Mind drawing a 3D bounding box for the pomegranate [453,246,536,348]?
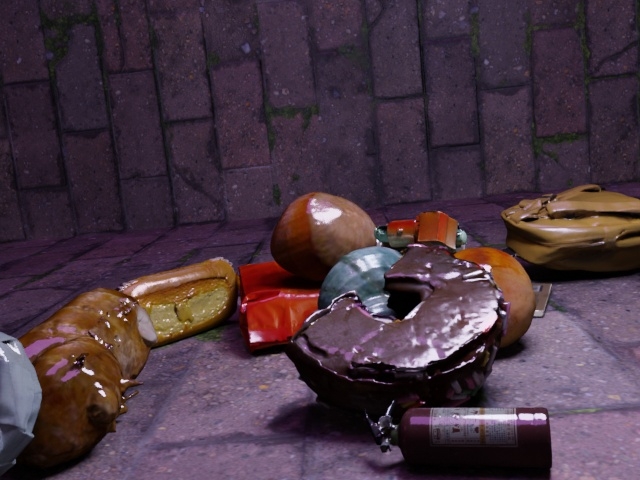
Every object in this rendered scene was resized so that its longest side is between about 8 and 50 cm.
[{"bbox_3d":[0.288,0.107,1.272,0.191,0.191,0.191,-6,9,1],"label":"pomegranate"}]

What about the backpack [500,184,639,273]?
[{"bbox_3d":[0.631,-0.022,1.762,0.378,0.201,0.353,-4,10,-2],"label":"backpack"}]

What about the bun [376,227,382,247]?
[{"bbox_3d":[0.153,0.040,1.917,0.138,0.138,0.094,-6,24,-1],"label":"bun"}]

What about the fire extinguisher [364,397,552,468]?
[{"bbox_3d":[0.163,0.233,0.880,0.231,0.071,0.099,-3,28,17],"label":"fire extinguisher"}]

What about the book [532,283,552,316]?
[{"bbox_3d":[0.342,0.129,1.577,0.310,0.021,0.217,-2,11,23],"label":"book"}]

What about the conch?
[{"bbox_3d":[0.097,0.119,1.320,0.195,0.220,0.277,-21,26,8],"label":"conch"}]

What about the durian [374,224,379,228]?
[{"bbox_3d":[0.108,0.021,2.091,0.306,0.166,0.172,-16,43,-24],"label":"durian"}]

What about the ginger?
[{"bbox_3d":[-0.361,0.202,1.104,0.254,0.176,0.418,-1,16,17],"label":"ginger"}]

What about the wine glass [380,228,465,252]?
[{"bbox_3d":[0.278,0.028,1.877,0.156,0.156,0.232,3,9,42],"label":"wine glass"}]

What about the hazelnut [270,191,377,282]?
[{"bbox_3d":[0.000,0.000,1.429,0.214,0.176,0.214,-1,-23,-1],"label":"hazelnut"}]

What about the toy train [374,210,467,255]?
[{"bbox_3d":[0.181,-0.011,1.331,0.176,0.074,0.118,-1,-15,42],"label":"toy train"}]

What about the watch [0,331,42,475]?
[{"bbox_3d":[-0.476,0.221,0.879,0.241,0.253,0.162,6,-8,-3],"label":"watch"}]

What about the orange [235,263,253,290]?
[{"bbox_3d":[-0.185,0.103,1.882,0.084,0.083,0.083,-6,9,1],"label":"orange"}]

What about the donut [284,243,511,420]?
[{"bbox_3d":[0.145,0.143,1.078,0.259,0.136,0.345,19,42,36],"label":"donut"}]

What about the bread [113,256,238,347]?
[{"bbox_3d":[-0.317,0.135,1.554,0.288,0.152,0.119,-14,7,-43],"label":"bread"}]

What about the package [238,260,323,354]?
[{"bbox_3d":[-0.081,0.126,1.549,0.196,0.123,0.423,-5,11,-7],"label":"package"}]
